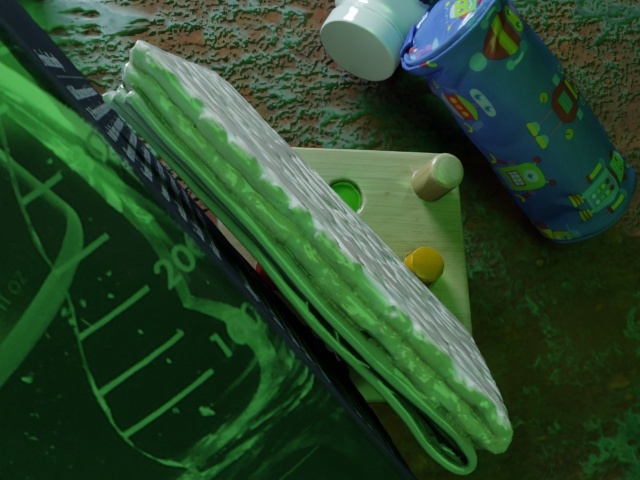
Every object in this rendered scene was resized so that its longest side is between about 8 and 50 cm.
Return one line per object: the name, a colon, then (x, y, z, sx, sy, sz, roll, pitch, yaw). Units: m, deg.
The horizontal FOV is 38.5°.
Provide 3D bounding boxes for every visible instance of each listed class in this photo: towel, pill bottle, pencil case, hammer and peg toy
towel: (0.000, 0.000, 0.680, 0.053, 0.317, 0.332, -43, 92, 7)
pill bottle: (0.091, -0.285, 1.013, 0.121, 0.121, 0.216, 34, 68, -5)
pencil case: (0.203, -0.129, 0.958, 0.306, 0.133, 0.119, 44, 52, -26)
hammer and peg toy: (-0.027, 0.039, 0.884, 0.361, 0.127, 0.266, 0, 77, -17)

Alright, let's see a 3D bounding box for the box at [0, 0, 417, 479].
box: (-0.286, 0.102, 0.572, 0.480, 0.297, 0.472, -41, 103, -2)
